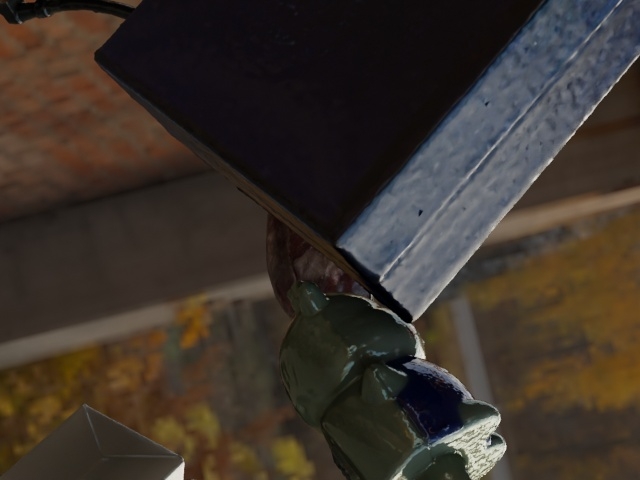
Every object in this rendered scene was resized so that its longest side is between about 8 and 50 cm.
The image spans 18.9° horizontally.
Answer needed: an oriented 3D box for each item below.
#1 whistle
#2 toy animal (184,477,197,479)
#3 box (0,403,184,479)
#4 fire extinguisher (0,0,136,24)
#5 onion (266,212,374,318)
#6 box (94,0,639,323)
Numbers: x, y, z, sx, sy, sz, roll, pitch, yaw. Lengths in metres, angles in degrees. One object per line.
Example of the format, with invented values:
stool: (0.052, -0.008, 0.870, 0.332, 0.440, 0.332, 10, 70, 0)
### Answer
whistle: (0.050, 0.110, 1.126, 0.244, 0.092, 0.110, 50, -14, 32)
toy animal: (-0.093, 0.205, 1.279, 0.082, 0.091, 0.114, 9, 34, -48)
box: (-0.273, 0.385, 2.097, 0.225, 0.143, 0.341, -42, 148, -43)
fire extinguisher: (-0.189, -0.276, 1.770, 0.200, 0.376, 0.113, 41, 53, -43)
onion: (0.000, 0.000, 1.733, 0.151, 0.098, 0.206, 89, 0, -61)
box: (0.043, -0.138, 1.173, 0.261, 0.279, 0.116, 37, -6, 42)
